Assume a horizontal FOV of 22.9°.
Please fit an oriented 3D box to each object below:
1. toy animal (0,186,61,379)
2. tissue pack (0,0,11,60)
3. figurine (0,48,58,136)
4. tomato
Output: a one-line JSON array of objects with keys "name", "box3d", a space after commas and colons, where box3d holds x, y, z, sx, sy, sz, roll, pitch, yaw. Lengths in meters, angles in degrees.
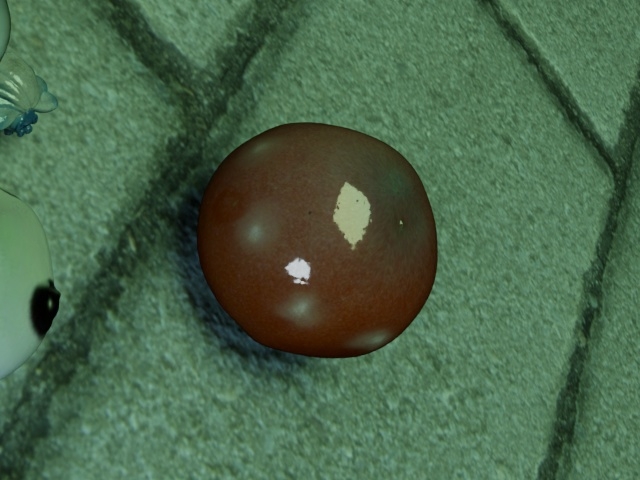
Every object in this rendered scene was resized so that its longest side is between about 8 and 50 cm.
[{"name": "toy animal", "box3d": [-0.322, 0.032, 1.154, 0.212, 0.266, 0.213, 28, 47, -35]}, {"name": "tissue pack", "box3d": [-0.412, -0.221, 1.221, 0.229, 0.236, 0.333, -25, 90, -46]}, {"name": "figurine", "box3d": [-0.305, -0.141, 1.452, 0.114, 0.079, 0.114, 11, 40, -10]}, {"name": "tomato", "box3d": [0.000, 0.000, 1.635, 0.255, 0.224, 0.256, 17, 67, -45]}]
